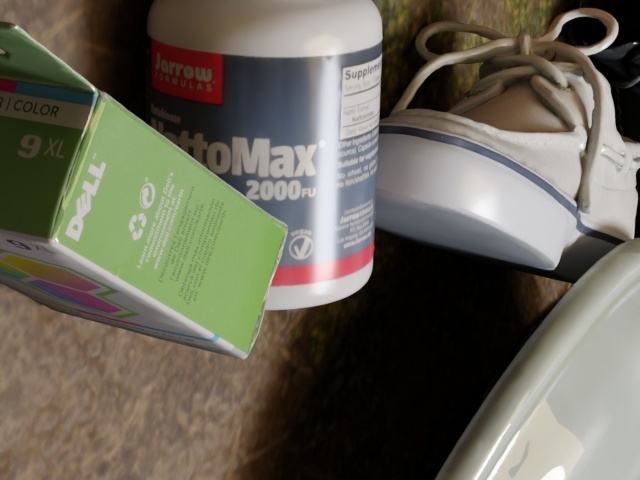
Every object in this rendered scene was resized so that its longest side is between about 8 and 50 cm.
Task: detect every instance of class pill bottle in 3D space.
[{"bbox_3d":[-0.026,-0.068,0.858,0.108,0.108,0.180,-25,121,-55],"label":"pill bottle"}]

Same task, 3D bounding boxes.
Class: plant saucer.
[{"bbox_3d":[0.143,0.195,1.145,0.400,0.100,0.400,-49,158,-28],"label":"plant saucer"}]

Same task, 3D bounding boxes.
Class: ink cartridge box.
[{"bbox_3d":[-0.110,-0.019,0.729,0.209,0.109,0.062,37,68,-58],"label":"ink cartridge box"}]

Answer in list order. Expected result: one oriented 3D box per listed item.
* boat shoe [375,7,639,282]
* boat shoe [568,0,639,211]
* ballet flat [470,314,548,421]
[{"bbox_3d":[0.120,-0.063,1.088,0.367,0.136,0.156,16,87,-64],"label":"boat shoe"},{"bbox_3d":[0.218,-0.157,1.253,0.113,0.127,0.340,-14,125,-26],"label":"boat shoe"},{"bbox_3d":[0.155,0.100,1.298,0.188,0.070,0.070,-29,125,-51],"label":"ballet flat"}]
